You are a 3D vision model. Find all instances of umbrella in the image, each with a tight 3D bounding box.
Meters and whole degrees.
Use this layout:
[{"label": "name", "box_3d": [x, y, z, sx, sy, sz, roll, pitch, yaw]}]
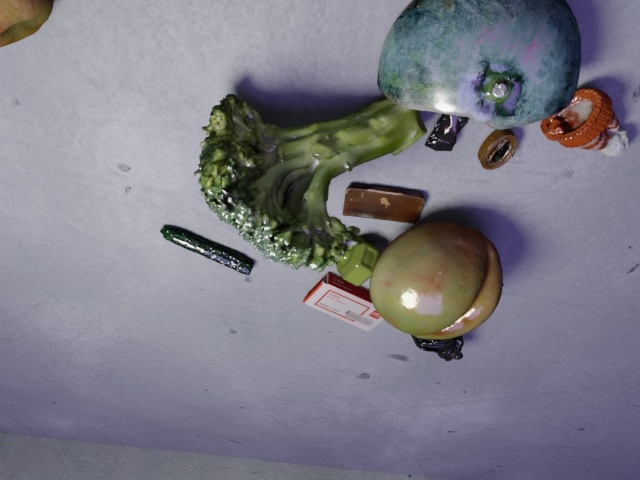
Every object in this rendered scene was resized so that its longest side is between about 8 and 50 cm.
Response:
[{"label": "umbrella", "box_3d": [0.331, 0.266, 1.146, 0.122, 0.110, 0.272, 27, 174, 37]}]

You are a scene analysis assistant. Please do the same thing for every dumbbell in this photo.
[{"label": "dumbbell", "box_3d": [0.000, 0.000, 0.985, 0.302, 0.121, 0.108, 28, 159, -19]}]

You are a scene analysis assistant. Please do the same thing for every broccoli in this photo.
[{"label": "broccoli", "box_3d": [-0.039, -0.162, 0.763, 0.353, 0.396, 0.275, 34, 169, 2]}]

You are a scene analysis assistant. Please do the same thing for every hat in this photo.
[{"label": "hat", "box_3d": [0.502, -0.202, 0.763, 0.163, 0.093, 0.112, 12, 146, -29]}]

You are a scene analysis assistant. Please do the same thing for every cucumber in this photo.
[{"label": "cucumber", "box_3d": [-0.295, 0.023, 1.089, 0.257, 0.043, 0.044, 25, 126, -15]}]

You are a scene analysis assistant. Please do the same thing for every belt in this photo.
[{"label": "belt", "box_3d": [0.351, -0.181, 0.821, 0.059, 0.036, 0.083, 14, 134, -15]}]

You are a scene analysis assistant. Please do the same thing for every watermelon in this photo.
[{"label": "watermelon", "box_3d": [0.248, -0.290, 0.633, 0.323, 0.175, 0.188, -2, 134, 8]}]

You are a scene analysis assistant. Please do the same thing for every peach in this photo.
[{"label": "peach", "box_3d": [0.261, 0.090, 0.945, 0.293, 0.247, 0.291, -9, 117, -18]}]

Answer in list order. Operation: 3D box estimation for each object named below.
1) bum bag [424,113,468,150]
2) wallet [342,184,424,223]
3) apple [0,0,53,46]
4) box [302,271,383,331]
[{"label": "bum bag", "box_3d": [0.249, -0.223, 0.792, 0.058, 0.034, 0.124, 23, 132, -2]}, {"label": "wallet", "box_3d": [0.142, -0.082, 0.947, 0.176, 0.026, 0.095, 7, 140, 1]}, {"label": "apple", "box_3d": [-0.518, -0.396, 0.623, 0.189, 0.188, 0.173, -18, 118, 22]}, {"label": "box", "box_3d": [0.078, 0.176, 1.183, 0.230, 0.050, 0.123, 26, 130, -17]}]
